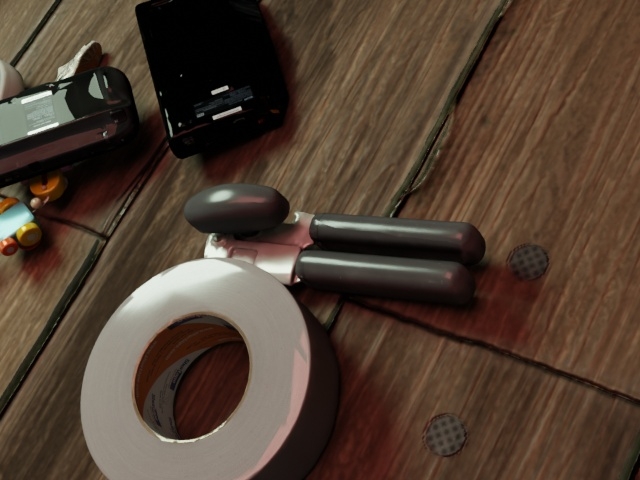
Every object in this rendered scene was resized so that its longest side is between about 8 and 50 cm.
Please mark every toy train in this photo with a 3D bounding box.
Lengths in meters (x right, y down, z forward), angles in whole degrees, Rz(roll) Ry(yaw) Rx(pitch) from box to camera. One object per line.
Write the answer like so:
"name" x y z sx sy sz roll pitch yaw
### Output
"toy train" -0.335 -0.050 1.074 0.125 0.046 0.166 5 62 19

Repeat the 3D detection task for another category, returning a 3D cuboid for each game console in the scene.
"game console" -0.224 -0.159 1.061 0.361 0.044 0.213 -18 56 0

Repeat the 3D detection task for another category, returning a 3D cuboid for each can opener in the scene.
"can opener" 0.000 0.000 0.872 0.283 0.095 0.076 4 65 33

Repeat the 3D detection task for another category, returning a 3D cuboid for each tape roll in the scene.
"tape roll" -0.096 0.128 0.852 0.219 0.072 0.219 -10 61 19

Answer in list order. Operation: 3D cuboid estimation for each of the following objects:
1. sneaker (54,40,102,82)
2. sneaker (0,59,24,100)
"sneaker" -0.291 -0.203 1.154 0.037 0.032 0.083 20 71 31
"sneaker" -0.489 -0.084 1.099 0.135 0.150 0.366 30 77 32
